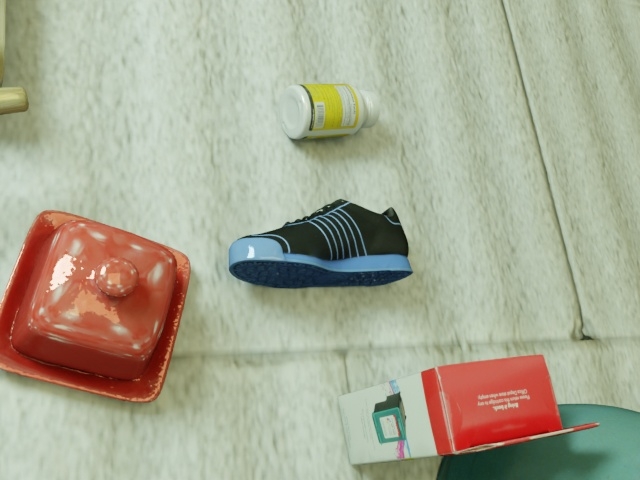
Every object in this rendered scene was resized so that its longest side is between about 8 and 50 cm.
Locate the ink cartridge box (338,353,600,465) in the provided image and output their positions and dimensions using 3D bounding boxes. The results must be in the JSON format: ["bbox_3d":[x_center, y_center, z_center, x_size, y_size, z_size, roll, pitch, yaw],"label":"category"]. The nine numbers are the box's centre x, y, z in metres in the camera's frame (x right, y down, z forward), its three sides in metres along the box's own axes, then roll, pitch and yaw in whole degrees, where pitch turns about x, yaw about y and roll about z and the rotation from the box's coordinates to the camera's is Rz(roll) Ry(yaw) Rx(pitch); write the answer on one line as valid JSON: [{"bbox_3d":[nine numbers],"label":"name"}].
[{"bbox_3d":[0.133,0.166,0.653,0.134,0.231,0.078,-1,71,-29],"label":"ink cartridge box"}]

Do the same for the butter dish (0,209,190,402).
[{"bbox_3d":[-0.191,0.046,0.592,0.159,0.118,0.160,20,62,-20],"label":"butter dish"}]

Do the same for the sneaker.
[{"bbox_3d":[0.000,0.000,0.745,0.232,0.081,0.091,4,65,-35],"label":"sneaker"}]

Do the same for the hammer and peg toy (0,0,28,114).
[{"bbox_3d":[-0.403,-0.208,0.575,0.265,0.127,0.361,2,69,-30],"label":"hammer and peg toy"}]

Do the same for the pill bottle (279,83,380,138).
[{"bbox_3d":[0.013,-0.159,0.820,0.116,0.065,0.065,-9,75,-32],"label":"pill bottle"}]

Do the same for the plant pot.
[{"bbox_3d":[0.300,0.288,0.682,0.271,0.255,0.272,11,65,-24],"label":"plant pot"}]
